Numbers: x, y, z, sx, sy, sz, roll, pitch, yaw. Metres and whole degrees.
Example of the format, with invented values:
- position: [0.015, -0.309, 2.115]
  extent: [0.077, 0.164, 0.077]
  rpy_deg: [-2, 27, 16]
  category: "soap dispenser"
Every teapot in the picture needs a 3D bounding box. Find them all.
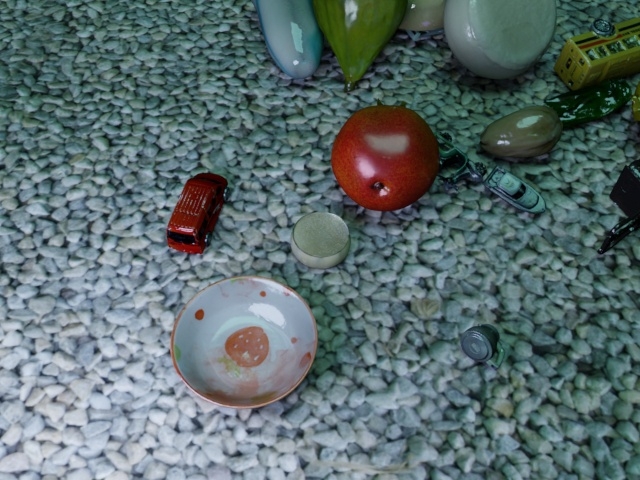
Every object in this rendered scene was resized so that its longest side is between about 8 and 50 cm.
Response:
- position: [0.302, 0.190, 1.402]
  extent: [0.088, 0.066, 0.057]
  rpy_deg: [51, 48, 6]
  category: "teapot"

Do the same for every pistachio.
- position: [0.440, -0.236, 1.680]
  extent: [0.185, 0.108, 0.126]
  rpy_deg: [-13, 32, -1]
  category: "pistachio"

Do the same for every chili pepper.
- position: [0.613, -0.316, 1.763]
  extent: [0.224, 0.061, 0.098]
  rpy_deg: [-19, 57, -15]
  category: "chili pepper"

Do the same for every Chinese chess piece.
- position: [0.000, 0.000, 1.541]
  extent: [0.122, 0.051, 0.122]
  rpy_deg: [1, 54, -2]
  category: "Chinese chess piece"
- position: [0.248, -0.621, 1.935]
  extent: [0.250, 0.097, 0.251]
  rpy_deg: [-1, 42, 1]
  category: "Chinese chess piece"

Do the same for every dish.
- position: [-0.134, 0.194, 1.380]
  extent: [0.260, 0.085, 0.260]
  rpy_deg: [1, 56, -1]
  category: "dish"

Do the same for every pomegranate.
- position: [0.136, -0.181, 1.576]
  extent: [0.220, 0.221, 0.257]
  rpy_deg: [10, 54, 7]
  category: "pomegranate"

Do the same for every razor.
- position: [0.319, -0.538, 1.944]
  extent: [0.211, 0.036, 0.084]
  rpy_deg: [-9, 44, -12]
  category: "razor"

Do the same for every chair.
- position: [0.627, -0.077, 1.561]
  extent: [0.229, 0.106, 0.113]
  rpy_deg: [-25, 59, -18]
  category: "chair"

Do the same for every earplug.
- position: [-0.076, -0.524, 1.857]
  extent: [0.184, 0.185, 0.324]
  rpy_deg: [-8, 60, -6]
  category: "earplug"

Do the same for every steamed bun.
- position: [0.407, -0.519, 1.811]
  extent: [0.282, 0.177, 0.283]
  rpy_deg: [-1, 92, -25]
  category: "steamed bun"

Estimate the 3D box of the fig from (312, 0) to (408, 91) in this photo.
- position: [0.103, -0.537, 1.792]
  extent: [0.232, 0.314, 0.233]
  rpy_deg: [-17, 25, 8]
  category: "fig"

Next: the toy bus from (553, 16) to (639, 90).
- position: [0.731, -0.464, 1.835]
  extent: [0.335, 0.121, 0.123]
  rpy_deg: [-19, 62, -14]
  category: "toy bus"

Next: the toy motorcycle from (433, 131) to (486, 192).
- position: [0.274, -0.169, 1.659]
  extent: [0.100, 0.058, 0.173]
  rpy_deg: [-39, 64, -20]
  category: "toy motorcycle"

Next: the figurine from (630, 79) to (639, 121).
- position: [0.774, -0.250, 1.633]
  extent: [0.169, 0.218, 0.327]
  rpy_deg: [-31, 44, 16]
  category: "figurine"

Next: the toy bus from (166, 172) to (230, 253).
- position: [-0.250, -0.071, 1.567]
  extent: [0.081, 0.089, 0.195]
  rpy_deg: [11, 55, 8]
  category: "toy bus"

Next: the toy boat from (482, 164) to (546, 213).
- position: [0.412, -0.100, 1.610]
  extent: [0.141, 0.060, 0.055]
  rpy_deg: [37, 86, 18]
  category: "toy boat"
